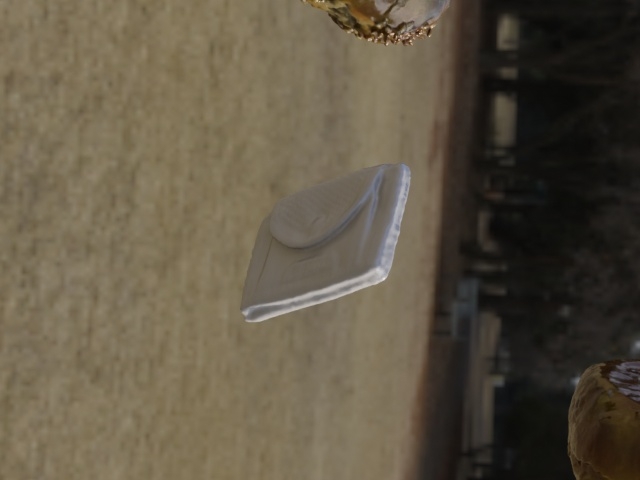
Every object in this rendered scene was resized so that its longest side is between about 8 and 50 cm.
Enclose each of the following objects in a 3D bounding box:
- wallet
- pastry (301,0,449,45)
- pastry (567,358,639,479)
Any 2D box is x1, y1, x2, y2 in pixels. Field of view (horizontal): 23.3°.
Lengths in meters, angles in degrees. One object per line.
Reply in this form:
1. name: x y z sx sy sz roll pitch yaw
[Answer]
1. wallet: 0.000 0.000 1.329 0.032 0.183 0.124 34 55 -33
2. pastry: 0.040 -0.387 2.178 0.311 0.255 0.162 43 72 -42
3. pastry: 0.478 0.264 2.022 0.356 0.356 0.164 -59 159 -76
